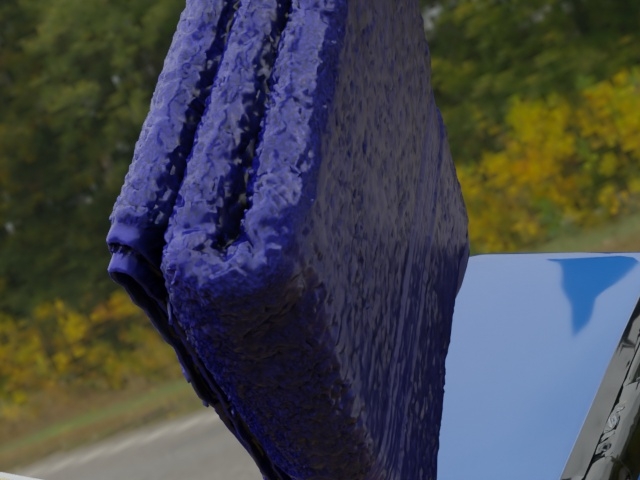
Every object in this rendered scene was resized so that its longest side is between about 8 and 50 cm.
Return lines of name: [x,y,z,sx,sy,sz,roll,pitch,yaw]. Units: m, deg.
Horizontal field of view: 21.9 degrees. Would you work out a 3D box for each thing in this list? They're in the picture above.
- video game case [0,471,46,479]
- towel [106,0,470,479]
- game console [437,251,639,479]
video game case: [-0.180,0.182,0.797,0.227,0.026,0.206,5,29,26]
towel: [0.000,0.000,0.676,0.076,0.227,0.308,1,-32,13]
game console: [0.178,0.135,1.053,0.173,0.250,0.293,-35,11,38]
